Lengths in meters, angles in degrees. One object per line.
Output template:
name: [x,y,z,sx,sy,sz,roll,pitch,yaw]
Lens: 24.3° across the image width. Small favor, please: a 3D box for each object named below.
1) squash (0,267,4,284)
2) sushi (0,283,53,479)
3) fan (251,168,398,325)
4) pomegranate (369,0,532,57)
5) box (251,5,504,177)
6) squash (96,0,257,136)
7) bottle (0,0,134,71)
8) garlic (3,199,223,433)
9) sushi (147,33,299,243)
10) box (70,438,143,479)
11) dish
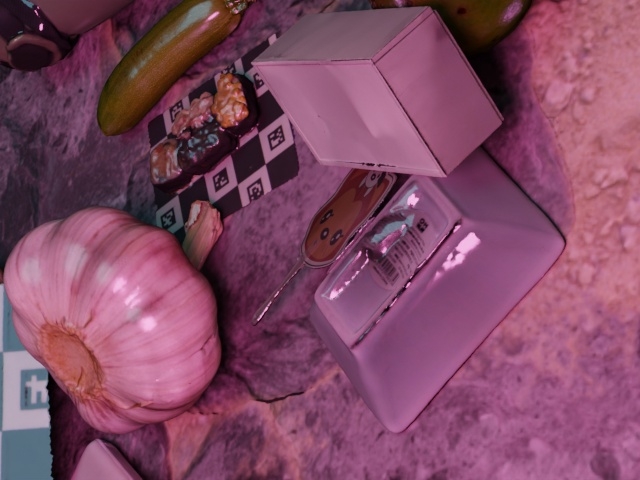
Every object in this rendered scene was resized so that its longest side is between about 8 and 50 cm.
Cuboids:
squash: [-0.417,0.086,1.784,0.123,0.123,0.187,-38,44,25]
sushi: [-0.455,0.218,1.662,0.373,0.100,0.296,-9,74,11]
fan: [0.000,0.000,1.456,0.220,0.009,0.132,-50,19,12]
pomegranate: [0.142,-0.275,1.379,0.225,0.187,0.187,-34,47,-4]
box: [0.049,-0.140,1.372,0.086,0.129,0.225,-43,24,-18]
squash: [-0.176,-0.216,1.720,0.258,0.069,0.069,-41,48,23]
bottle: [-0.296,-0.340,1.826,0.347,0.168,0.168,-35,51,33]
garlic: [-0.183,0.049,1.547,0.245,0.245,0.253,-1,35,44]
sushi: [-0.130,-0.112,1.640,0.215,0.050,0.192,-31,53,31]
box: [-0.213,0.302,1.489,0.142,0.044,0.285,-66,25,1]
dish: [0.081,0.028,1.355,0.243,0.080,0.182,-50,45,14]
